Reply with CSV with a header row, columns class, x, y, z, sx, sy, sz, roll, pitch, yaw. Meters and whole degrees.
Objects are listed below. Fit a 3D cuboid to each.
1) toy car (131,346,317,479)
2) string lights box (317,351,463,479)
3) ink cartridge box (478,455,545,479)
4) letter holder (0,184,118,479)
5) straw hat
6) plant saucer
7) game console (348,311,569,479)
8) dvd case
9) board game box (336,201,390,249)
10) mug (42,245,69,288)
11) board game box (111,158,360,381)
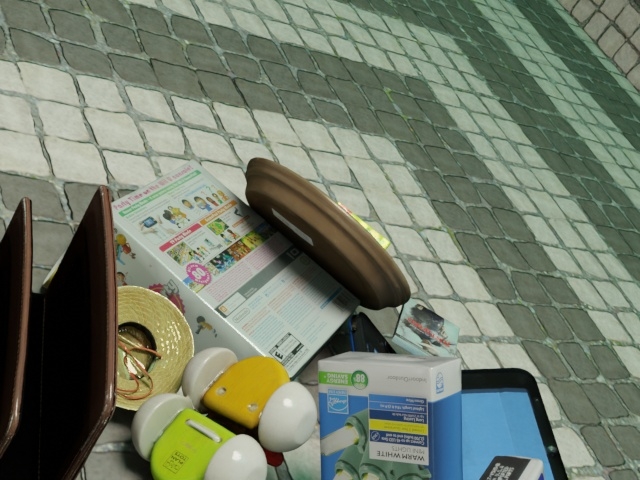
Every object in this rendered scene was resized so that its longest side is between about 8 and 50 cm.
class,x,y,z,sx,sy,sz,roll,pitch,yaw
toy car,-0.096,0.212,1.063,0.159,0.136,0.182,22,50,33
string lights box,0.074,0.250,1.037,0.076,0.133,0.260,-4,92,-59
ink cartridge box,0.168,0.422,0.999,0.072,0.307,0.303,1,18,28
letter holder,-0.298,0.085,0.955,0.152,0.214,0.302,18,37,-28
straw hat,-0.216,0.128,1.123,0.144,0.061,0.144,14,58,-23
plant saucer,0.000,0.000,1.317,0.278,0.041,0.278,40,-12,10
game console,0.175,0.229,1.246,0.250,0.173,0.293,53,18,-37
dvd case,0.139,0.123,1.315,0.087,0.013,0.119,31,26,0
board game box,0.038,0.008,1.433,0.092,0.043,0.181,39,-12,3
mug,-0.281,0.048,1.169,0.064,0.062,0.078,37,24,-15
board game box,-0.126,0.053,1.276,0.303,0.097,0.224,42,31,6
